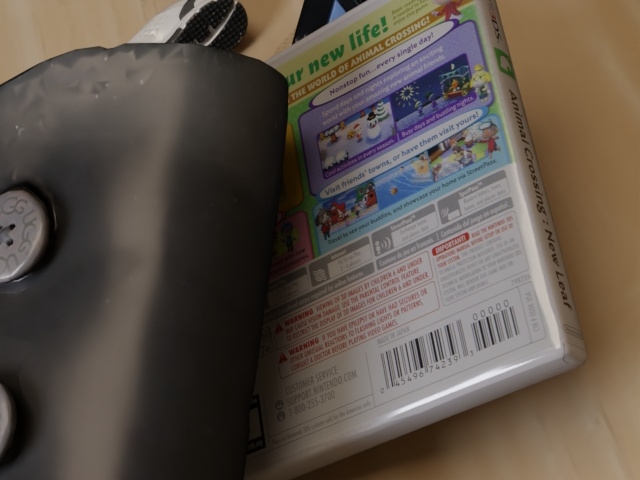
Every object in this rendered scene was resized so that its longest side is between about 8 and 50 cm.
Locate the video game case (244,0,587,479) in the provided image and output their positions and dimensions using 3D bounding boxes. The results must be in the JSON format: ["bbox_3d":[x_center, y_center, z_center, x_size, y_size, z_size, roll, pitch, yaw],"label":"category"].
[{"bbox_3d":[0.000,0.000,0.619,0.212,0.023,0.193,-27,59,30],"label":"video game case"}]

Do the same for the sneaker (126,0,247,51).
[{"bbox_3d":[-0.091,-0.102,0.789,0.109,0.040,0.044,-34,33,-5],"label":"sneaker"}]

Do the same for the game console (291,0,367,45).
[{"bbox_3d":[-0.014,-0.052,0.679,0.085,0.124,0.144,-6,44,-28],"label":"game console"}]

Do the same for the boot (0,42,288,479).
[{"bbox_3d":[-0.047,0.130,0.515,0.367,0.146,0.445,-8,57,22],"label":"boot"}]
